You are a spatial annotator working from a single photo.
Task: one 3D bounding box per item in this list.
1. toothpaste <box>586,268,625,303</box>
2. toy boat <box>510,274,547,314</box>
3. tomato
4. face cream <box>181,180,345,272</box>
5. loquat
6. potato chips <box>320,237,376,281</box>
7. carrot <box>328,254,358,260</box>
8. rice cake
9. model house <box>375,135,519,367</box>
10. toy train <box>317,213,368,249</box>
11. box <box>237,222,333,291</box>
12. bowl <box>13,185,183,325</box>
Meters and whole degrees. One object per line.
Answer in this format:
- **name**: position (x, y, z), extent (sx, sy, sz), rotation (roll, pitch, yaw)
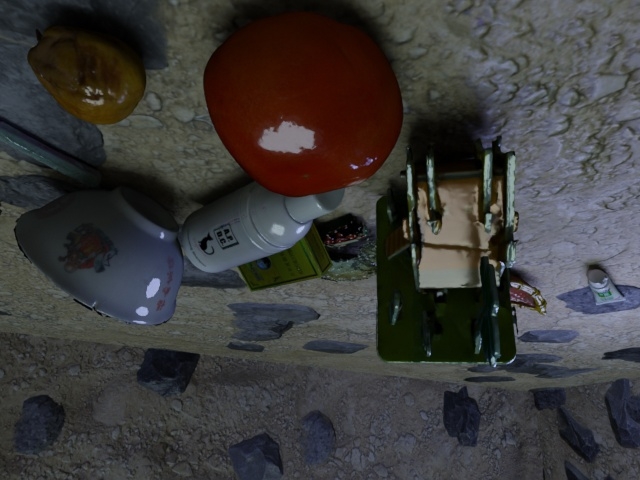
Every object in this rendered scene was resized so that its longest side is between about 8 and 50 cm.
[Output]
- **toothpaste**: position (0.787, 0.138, 1.257), extent (0.314, 0.056, 0.058), rotation (28, -174, -47)
- **toy boat**: position (0.496, 0.140, 1.240), extent (0.318, 0.099, 0.141), rotation (12, 157, -24)
- **tomato**: position (-0.019, -0.157, 0.575), extent (0.260, 0.180, 0.260), rotation (-2, 161, -1)
- **face cream**: position (-0.105, -0.045, 0.860), extent (0.370, 0.145, 0.145), rotation (-20, 146, 39)
- **loquat**: position (-0.295, -0.214, 0.580), extent (0.137, 0.113, 0.137), rotation (22, 172, 3)
- **potato chips**: position (0.078, 0.056, 1.092), extent (0.220, 0.029, 0.202), rotation (-21, 148, 34)
- **carrot**: position (-0.016, 0.066, 1.181), extent (0.314, 0.066, 0.066), rotation (3, 155, -1)
- **rice cake**: position (-0.490, -0.154, 0.809), extent (0.033, 0.033, 0.208), rotation (-12, 151, 32)
- **model house**: position (0.182, 0.010, 0.692), extent (0.243, 0.357, 0.313), rotation (-2, 156, 15)
- **toy train**: position (0.000, 0.000, 1.056), extent (0.250, 0.053, 0.085), rotation (-18, 156, 35)
- **box**: position (-0.098, 0.030, 1.035), extent (0.220, 0.064, 0.141), rotation (-13, 110, 35)
- **bowl**: position (-0.387, -0.005, 0.902), extent (0.157, 0.345, 0.345), rotation (-48, 139, 6)
